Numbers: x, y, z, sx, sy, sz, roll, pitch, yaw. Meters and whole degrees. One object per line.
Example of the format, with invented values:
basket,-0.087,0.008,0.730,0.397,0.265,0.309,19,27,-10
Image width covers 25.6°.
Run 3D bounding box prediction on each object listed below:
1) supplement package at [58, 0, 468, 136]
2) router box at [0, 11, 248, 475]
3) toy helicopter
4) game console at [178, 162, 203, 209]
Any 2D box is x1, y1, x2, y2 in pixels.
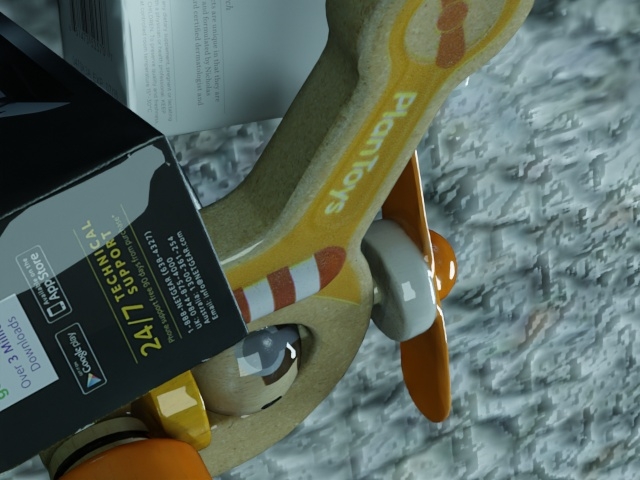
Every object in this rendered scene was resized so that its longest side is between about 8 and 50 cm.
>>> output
supplement package,-0.028,-0.123,0.687,0.179,0.105,0.105,-12,114,-23
router box,-0.200,0.007,0.524,0.243,0.309,0.081,-29,119,-15
toy helicopter,0.000,0.000,0.631,0.235,0.140,0.355,-3,139,-38
game console,-0.106,0.028,0.724,0.122,0.107,0.071,65,33,-31
